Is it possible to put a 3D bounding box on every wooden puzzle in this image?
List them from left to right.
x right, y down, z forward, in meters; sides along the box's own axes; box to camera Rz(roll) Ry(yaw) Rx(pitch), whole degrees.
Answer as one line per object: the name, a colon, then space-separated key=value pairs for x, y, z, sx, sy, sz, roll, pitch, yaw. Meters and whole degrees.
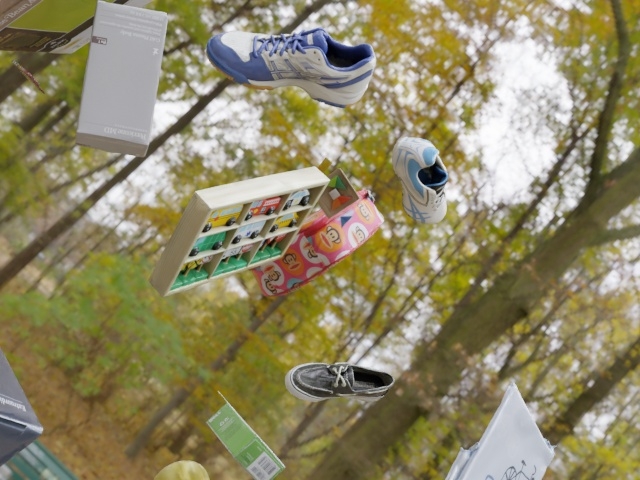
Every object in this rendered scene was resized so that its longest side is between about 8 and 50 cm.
wooden puzzle: x=-0.527 y=-0.297 z=1.618 sx=0.049 sy=0.006 sz=0.083 roll=39 pitch=-10 yaw=27
wooden puzzle: x=0.024 y=-0.085 z=1.625 sx=0.116 sy=0.078 sz=0.014 roll=49 pitch=17 yaw=-3

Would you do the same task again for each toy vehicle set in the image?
toy vehicle set: x=-0.112 y=-0.017 z=1.296 sx=0.035 sy=0.266 sz=0.166 roll=45 pitch=-57 yaw=20

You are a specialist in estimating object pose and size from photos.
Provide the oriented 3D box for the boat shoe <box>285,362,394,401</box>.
boat shoe: x=0.040 y=0.273 z=1.777 sx=0.219 sy=0.078 sz=0.070 roll=6 pitch=-30 yaw=-23

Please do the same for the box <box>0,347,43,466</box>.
box: x=-0.566 y=0.113 z=1.080 sx=0.395 sy=0.212 sz=0.293 roll=51 pitch=-2 yaw=29

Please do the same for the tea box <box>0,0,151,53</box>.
tea box: x=-0.510 y=-0.525 z=1.710 sx=0.323 sy=0.329 sz=0.220 roll=-20 pitch=87 yaw=-63

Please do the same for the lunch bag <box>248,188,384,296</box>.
lunch bag: x=0.000 y=0.000 z=2.006 sx=0.293 sy=0.258 sz=0.120 roll=-29 pitch=-85 yaw=42

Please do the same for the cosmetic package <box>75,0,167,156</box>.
cosmetic package: x=-0.342 y=-0.273 z=1.548 sx=0.127 sy=0.238 sz=0.107 roll=7 pitch=-12 yaw=-15

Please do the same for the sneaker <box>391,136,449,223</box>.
sneaker: x=0.186 y=-0.091 z=1.559 sx=0.086 sy=0.085 sz=0.237 roll=26 pitch=-17 yaw=30

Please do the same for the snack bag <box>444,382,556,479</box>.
snack bag: x=0.325 y=0.469 z=1.705 sx=0.037 sy=0.343 sz=0.323 roll=16 pitch=-27 yaw=40

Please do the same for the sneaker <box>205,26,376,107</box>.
sneaker: x=-0.046 y=-0.329 z=1.567 sx=0.296 sy=0.112 sz=0.131 roll=8 pitch=-33 yaw=-19

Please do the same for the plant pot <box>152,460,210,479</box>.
plant pot: x=-0.276 y=0.535 z=1.850 sx=0.134 sy=0.134 sz=0.095 roll=52 pitch=-11 yaw=-32

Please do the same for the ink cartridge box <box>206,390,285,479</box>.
ink cartridge box: x=-0.163 y=0.399 z=1.817 sx=0.109 sy=0.062 sz=0.209 roll=55 pitch=-13 yaw=-31
